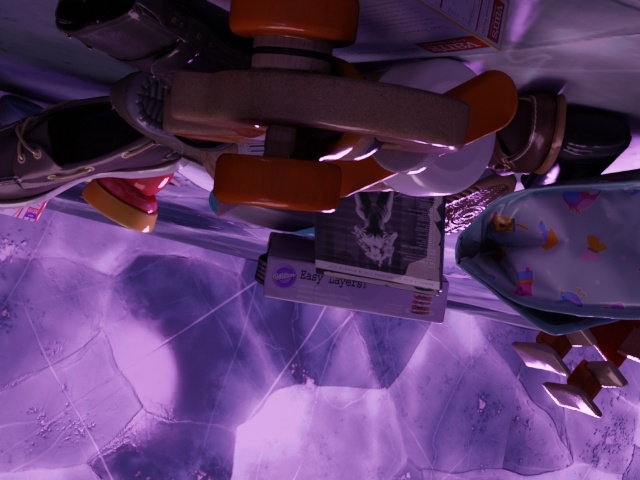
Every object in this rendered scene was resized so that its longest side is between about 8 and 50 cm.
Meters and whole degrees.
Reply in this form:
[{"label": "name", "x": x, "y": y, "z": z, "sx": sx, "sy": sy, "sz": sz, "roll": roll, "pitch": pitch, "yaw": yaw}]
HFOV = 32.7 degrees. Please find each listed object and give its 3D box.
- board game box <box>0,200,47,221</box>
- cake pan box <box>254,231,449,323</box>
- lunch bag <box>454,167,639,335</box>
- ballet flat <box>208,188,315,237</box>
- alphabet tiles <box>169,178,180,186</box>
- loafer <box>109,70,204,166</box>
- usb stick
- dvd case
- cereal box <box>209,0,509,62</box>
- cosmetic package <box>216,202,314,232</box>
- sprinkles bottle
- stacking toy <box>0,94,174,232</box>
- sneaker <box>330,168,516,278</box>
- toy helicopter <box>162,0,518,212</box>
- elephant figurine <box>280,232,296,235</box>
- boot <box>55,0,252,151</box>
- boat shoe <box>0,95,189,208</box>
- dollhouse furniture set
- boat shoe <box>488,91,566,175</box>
[{"label": "board game box", "x": -0.494, "y": -0.104, "z": 1.529, "sx": 0.193, "sy": 0.045, "sz": 0.146, "roll": 38, "pitch": -169, "yaw": 30}, {"label": "cake pan box", "x": 0.040, "y": 0.047, "z": 1.588, "sx": 0.266, "sy": 0.070, "sz": 0.246, "roll": 9, "pitch": -174, "yaw": -5}, {"label": "lunch bag", "x": 0.296, "y": 0.010, "z": 1.127, "sx": 0.262, "sy": 0.160, "sz": 0.223, "roll": -5, "pitch": 179, "yaw": 36}, {"label": "ballet flat", "x": -0.068, "y": -0.062, "z": 1.884, "sx": 0.247, "sy": 0.083, "sz": 0.087, "roll": 11, "pitch": -162, "yaw": 11}, {"label": "alphabet tiles", "x": -0.447, "y": -0.148, "z": 2.049, "sx": 0.342, "sy": 0.011, "sz": 0.285, "roll": 10, "pitch": 174, "yaw": 13}, {"label": "loafer", "x": -0.144, "y": -0.140, "z": 1.276, "sx": 0.087, "sy": 0.094, "sz": 0.251, "roll": 19, "pitch": 174, "yaw": 41}, {"label": "usb stick", "x": 0.264, "y": -0.084, "z": 1.151, "sx": 0.077, "sy": 0.045, "sz": 0.278, "roll": 7, "pitch": 173, "yaw": 4}, {"label": "dvd case", "x": 0.070, "y": -0.040, "z": 1.317, "sx": 0.164, "sy": 0.221, "sz": 0.018, "roll": 10, "pitch": -146, "yaw": 17}, {"label": "cereal box", "x": -0.006, "y": -0.184, "z": 0.753, "sx": 0.173, "sy": 0.047, "sz": 0.240, "roll": 5, "pitch": 172, "yaw": 43}, {"label": "cosmetic package", "x": -0.067, "y": -0.074, "z": 1.609, "sx": 0.127, "sy": 0.107, "sz": 0.238, "roll": 13, "pitch": 176, "yaw": -16}, {"label": "sprinkles bottle", "x": 0.012, "y": -0.105, "z": 1.089, "sx": 0.121, "sy": 0.121, "sz": 0.355, "roll": 16, "pitch": 173, "yaw": -35}, {"label": "stacking toy", "x": -0.380, "y": -0.159, "z": 1.633, "sx": 0.309, "sy": 0.130, "sz": 0.279, "roll": 22, "pitch": -166, "yaw": -46}, {"label": "sneaker", "x": 0.108, "y": -0.073, "z": 1.401, "sx": 0.282, "sy": 0.153, "sz": 0.099, "roll": -28, "pitch": 150, "yaw": 28}, {"label": "toy helicopter", "x": -0.014, "y": -0.097, "z": 0.840, "sx": 0.235, "sy": 0.140, "sz": 0.355, "roll": 3, "pitch": -177, "yaw": -30}, {"label": "elephant figurine", "x": 0.000, "y": 0.000, "z": 1.976, "sx": 0.239, "sy": 0.169, "sz": 0.186, "roll": 32, "pitch": 135, "yaw": -27}, {"label": "boot", "x": -0.145, "y": -0.173, "z": 1.030, "sx": 0.229, "sy": 0.091, "sz": 0.263, "roll": 23, "pitch": 165, "yaw": -34}, {"label": "boat shoe", "x": -0.320, "y": -0.119, "z": 1.355, "sx": 0.324, "sy": 0.117, "sz": 0.097, "roll": -9, "pitch": 156, "yaw": 3}, {"label": "dollhouse furniture set", "x": 0.345, "y": 0.055, "z": 1.441, "sx": 0.259, "sy": 0.262, "sz": 0.135, "roll": 50, "pitch": 161, "yaw": -18}, {"label": "boat shoe", "x": 0.182, "y": -0.098, "z": 1.047, "sx": 0.073, "sy": 0.073, "sz": 0.207, "roll": 10, "pitch": 173, "yaw": -1}]
